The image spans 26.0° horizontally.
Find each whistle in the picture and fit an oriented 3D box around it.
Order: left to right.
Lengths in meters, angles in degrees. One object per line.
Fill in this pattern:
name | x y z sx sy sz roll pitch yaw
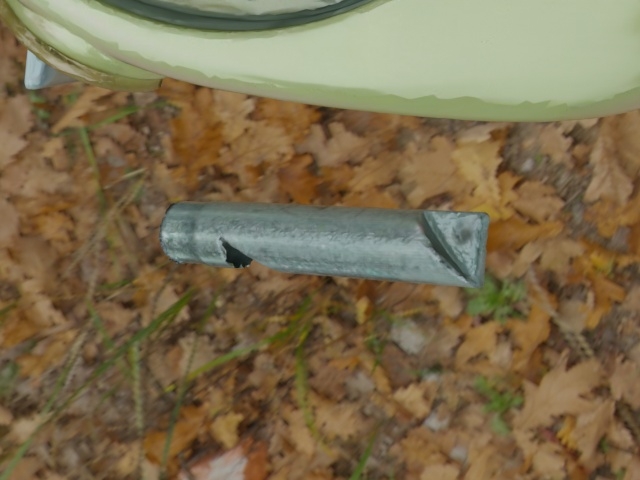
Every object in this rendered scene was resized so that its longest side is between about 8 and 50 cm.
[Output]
whistle | 0.000 0.000 1.146 0.312 0.062 0.062 3 103 36

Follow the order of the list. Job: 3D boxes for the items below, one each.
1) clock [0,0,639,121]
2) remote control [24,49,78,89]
clock | -0.026 -0.158 0.395 0.308 0.096 0.235 2 107 6
remote control | -0.217 -0.203 1.340 0.051 0.293 0.103 9 101 9
